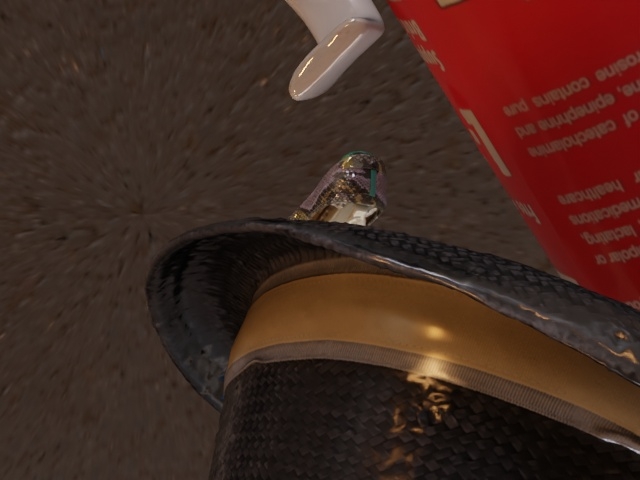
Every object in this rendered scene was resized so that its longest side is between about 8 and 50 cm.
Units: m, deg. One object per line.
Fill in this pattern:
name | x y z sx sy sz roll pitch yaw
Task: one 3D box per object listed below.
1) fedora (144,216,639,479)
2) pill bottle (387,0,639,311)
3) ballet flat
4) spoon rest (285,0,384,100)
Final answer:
fedora | 0.043 0.127 0.717 0.334 0.334 0.153 30 70 -5
pill bottle | 0.190 -0.068 0.893 0.229 0.229 0.408 -34 102 -4
ballet flat | 0.000 0.000 1.016 0.041 0.114 0.041 16 50 -20
spoon rest | -0.060 -0.190 1.042 0.137 0.084 0.276 -43 73 20
